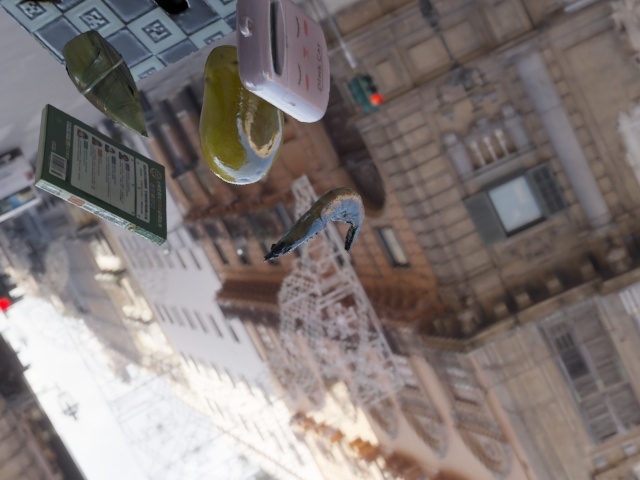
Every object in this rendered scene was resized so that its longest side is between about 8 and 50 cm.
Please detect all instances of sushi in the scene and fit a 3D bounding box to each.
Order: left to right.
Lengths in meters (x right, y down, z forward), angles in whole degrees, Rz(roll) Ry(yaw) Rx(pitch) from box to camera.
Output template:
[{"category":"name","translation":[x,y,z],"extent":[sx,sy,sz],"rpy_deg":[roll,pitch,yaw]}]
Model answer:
[{"category":"sushi","translation":[-0.289,-0.388,1.354],"extent":[0.343,0.359,0.064],"rpy_deg":[-22,-138,27]}]

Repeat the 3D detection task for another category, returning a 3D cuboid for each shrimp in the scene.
[{"category":"shrimp","translation":[0.000,0.000,2.242],"extent":[0.262,0.198,0.051],"rpy_deg":[-41,-132,-7]}]

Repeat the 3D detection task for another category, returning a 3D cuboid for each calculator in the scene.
[{"category":"calculator","translation":[-0.033,-0.167,0.892],"extent":[0.032,0.100,0.175],"rpy_deg":[-5,172,20]}]

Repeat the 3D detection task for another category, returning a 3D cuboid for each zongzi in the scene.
[{"category":"zongzi","translation":[-0.189,-0.136,0.939],"extent":[0.052,0.113,0.104],"rpy_deg":[-39,180,1]}]

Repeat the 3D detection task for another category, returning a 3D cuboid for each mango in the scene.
[{"category":"mango","translation":[-0.091,-0.140,1.121],"extent":[0.103,0.161,0.076],"rpy_deg":[-25,-150,-32]}]

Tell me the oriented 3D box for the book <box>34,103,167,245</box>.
[{"category":"book","translation":[-0.392,-0.118,1.817],"extent":[0.027,0.264,0.202],"rpy_deg":[-40,-140,28]}]
